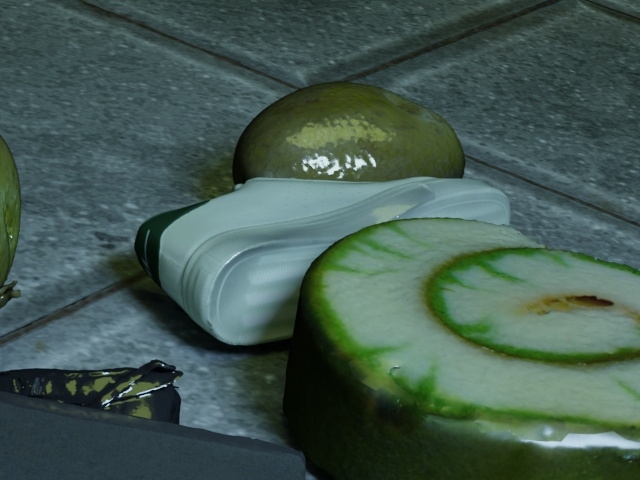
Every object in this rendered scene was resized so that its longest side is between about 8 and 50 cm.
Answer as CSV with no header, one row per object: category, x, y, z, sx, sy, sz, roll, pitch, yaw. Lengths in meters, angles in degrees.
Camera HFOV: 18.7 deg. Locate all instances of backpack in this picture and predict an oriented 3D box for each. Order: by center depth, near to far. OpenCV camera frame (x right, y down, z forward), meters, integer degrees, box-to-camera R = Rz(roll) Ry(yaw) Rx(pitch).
backpack,-0.179,0.145,1.351,0.165,0.105,0.120,1,43,13

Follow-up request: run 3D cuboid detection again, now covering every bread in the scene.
bread,0.155,0.110,1.562,0.366,0.129,0.382,0,28,-17

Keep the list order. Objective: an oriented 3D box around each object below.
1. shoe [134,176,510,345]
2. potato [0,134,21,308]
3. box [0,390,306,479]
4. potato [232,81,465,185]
shoe,0.000,0.000,1.754,0.363,0.131,0.160,-12,29,-38
potato,-0.403,-0.005,1.442,0.359,0.219,0.270,1,16,-10
box,-0.137,0.254,0.998,0.251,0.204,0.345,10,23,-7
potato,0.019,-0.074,1.888,0.251,0.159,0.174,-15,11,-33
